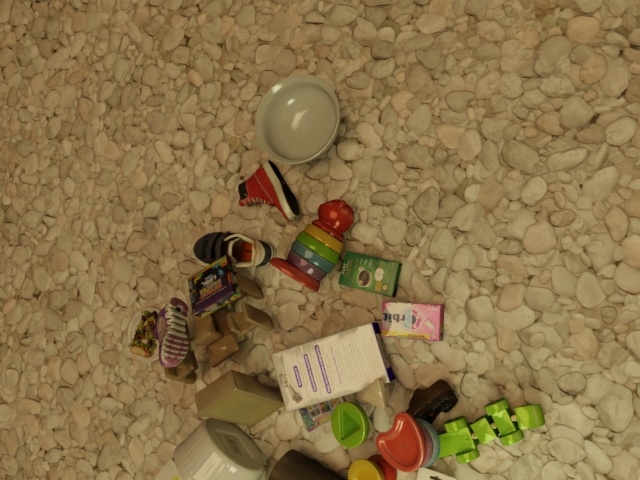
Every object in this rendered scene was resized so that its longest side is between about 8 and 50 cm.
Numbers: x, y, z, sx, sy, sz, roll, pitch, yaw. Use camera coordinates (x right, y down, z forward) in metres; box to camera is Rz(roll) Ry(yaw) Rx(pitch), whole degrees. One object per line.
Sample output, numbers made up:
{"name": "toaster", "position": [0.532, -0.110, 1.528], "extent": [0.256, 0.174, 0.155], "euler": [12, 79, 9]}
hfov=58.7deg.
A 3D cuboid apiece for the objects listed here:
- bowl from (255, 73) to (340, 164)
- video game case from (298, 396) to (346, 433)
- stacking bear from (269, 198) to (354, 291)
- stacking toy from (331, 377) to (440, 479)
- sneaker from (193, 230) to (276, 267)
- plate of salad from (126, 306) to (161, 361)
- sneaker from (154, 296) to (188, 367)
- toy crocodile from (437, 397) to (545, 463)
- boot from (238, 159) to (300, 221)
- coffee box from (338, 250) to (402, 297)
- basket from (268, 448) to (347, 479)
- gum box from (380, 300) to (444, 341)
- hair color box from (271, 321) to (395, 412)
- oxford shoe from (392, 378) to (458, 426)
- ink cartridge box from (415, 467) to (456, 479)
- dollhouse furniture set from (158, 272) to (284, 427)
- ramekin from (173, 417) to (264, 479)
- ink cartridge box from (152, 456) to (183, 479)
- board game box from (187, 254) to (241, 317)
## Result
{"name": "bowl", "position": [-0.054, -0.380, 1.872], "extent": [0.297, 0.134, 0.298], "euler": [-3, 82, 22]}
{"name": "video game case", "position": [-0.001, 0.514, 1.808], "extent": [0.157, 0.019, 0.143], "euler": [-32, 73, 16]}
{"name": "stacking bear", "position": [0.000, 0.000, 1.799], "extent": [0.164, 0.175, 0.289], "euler": [32, 89, 25]}
{"name": "stacking toy", "position": [0.188, 0.563, 1.641], "extent": [0.309, 0.130, 0.280], "euler": [-47, 57, 30]}
{"name": "sneaker", "position": [-0.319, 0.027, 1.943], "extent": [0.320, 0.127, 0.126], "euler": [2, 86, 25]}
{"name": "plate of salad", "position": [-0.634, 0.343, 2.079], "extent": [0.199, 0.048, 0.200], "euler": [-3, 82, 23]}
{"name": "sneaker", "position": [-0.489, 0.305, 1.831], "extent": [0.104, 0.095, 0.237], "euler": [-28, 47, 27]}
{"name": "toy crocodile", "position": [0.450, 0.525, 1.580], "extent": [0.340, 0.105, 0.115], "euler": [-31, 73, 22]}
{"name": "boot", "position": [-0.183, -0.129, 1.926], "extent": [0.176, 0.088, 0.244], "euler": [-37, 63, 15]}
{"name": "coffee box", "position": [0.154, 0.104, 1.778], "extent": [0.184, 0.040, 0.113], "euler": [11, 88, 23]}
{"name": "basket", "position": [-0.034, 0.755, 1.726], "extent": [0.226, 0.154, 0.205], "euler": [32, 95, 26]}
{"name": "gum box", "position": [0.270, 0.239, 1.701], "extent": [0.188, 0.062, 0.107], "euler": [1, 84, 23]}
{"name": "hair color box", "position": [0.037, 0.387, 1.744], "extent": [0.338, 0.110, 0.185], "euler": [-19, 77, 12]}
{"name": "oxford shoe", "position": [0.293, 0.487, 1.666], "extent": [0.227, 0.082, 0.096], "euler": [-42, 44, 18]}
{"name": "ink cartridge box", "position": [0.320, 0.747, 1.618], "extent": [0.115, 0.067, 0.198], "euler": [11, 90, 23]}
{"name": "dollhouse furniture set", "position": [-0.296, 0.380, 1.879], "extent": [0.362, 0.256, 0.394], "euler": [-36, 51, 15]}
{"name": "ramekin", "position": [-0.308, 0.687, 1.785], "extent": [0.277, 0.277, 0.135], "euler": [38, 92, 22]}
{"name": "ink cartridge box", "position": [-0.449, 0.805, 1.945], "extent": [0.171, 0.056, 0.235], "euler": [44, 103, 22]}
{"name": "board game box", "position": [-0.344, 0.149, 1.828], "extent": [0.170, 0.048, 0.141], "euler": [-31, 54, 19]}
